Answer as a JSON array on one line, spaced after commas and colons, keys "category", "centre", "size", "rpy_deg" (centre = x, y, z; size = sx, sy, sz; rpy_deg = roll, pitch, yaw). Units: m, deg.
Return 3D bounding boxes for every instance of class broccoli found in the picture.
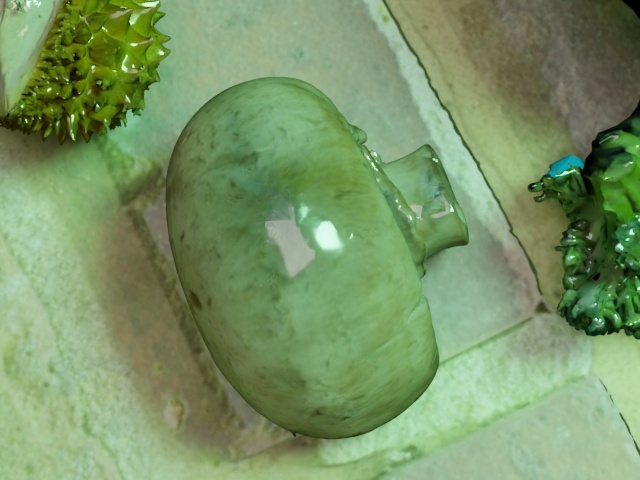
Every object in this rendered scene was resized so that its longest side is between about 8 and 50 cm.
[{"category": "broccoli", "centre": [0.208, -0.024, 0.711], "size": [0.167, 0.160, 0.154], "rpy_deg": [-36, 49, 8]}]

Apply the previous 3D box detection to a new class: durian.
[{"category": "durian", "centre": [-0.196, -0.179, 0.803], "size": [0.138, 0.183, 0.249], "rpy_deg": [-2, 70, -32]}]

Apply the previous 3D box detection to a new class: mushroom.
[{"category": "mushroom", "centre": [0.000, 0.000, 0.710], "size": [0.195, 0.189, 0.253], "rpy_deg": [-23, 79, 3]}]

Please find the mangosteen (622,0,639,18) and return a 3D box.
[{"category": "mangosteen", "centre": [0.322, -0.286, 0.670], "size": [0.381, 0.421, 0.381], "rpy_deg": [-2, 117, -5]}]
